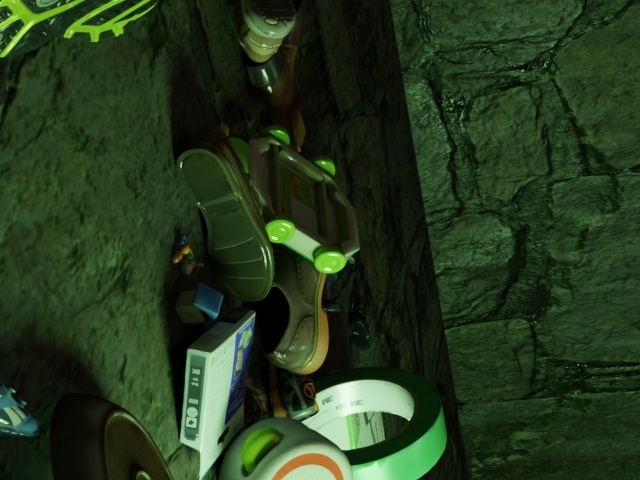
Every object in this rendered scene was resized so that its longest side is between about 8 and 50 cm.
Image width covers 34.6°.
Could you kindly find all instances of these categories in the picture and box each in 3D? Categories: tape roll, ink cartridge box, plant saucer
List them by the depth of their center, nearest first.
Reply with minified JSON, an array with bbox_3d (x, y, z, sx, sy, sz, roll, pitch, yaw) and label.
[{"bbox_3d":[-0.216,0.313,1.192,0.310,0.050,0.310,-23,90,-86],"label":"plant saucer"},{"bbox_3d":[-0.160,0.231,1.592,0.206,0.045,0.208,-42,140,-70],"label":"ink cartridge box"},{"bbox_3d":[0.067,0.347,1.884,0.321,0.321,0.077,-65,145,-62],"label":"tape roll"},{"bbox_3d":[0.051,0.404,2.191,0.273,0.115,0.198,-33,116,-73],"label":"ink cartridge box"}]

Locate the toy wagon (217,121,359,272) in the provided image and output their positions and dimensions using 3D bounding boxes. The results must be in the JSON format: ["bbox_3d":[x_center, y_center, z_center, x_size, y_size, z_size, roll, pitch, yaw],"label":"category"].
[{"bbox_3d":[-0.068,-0.093,1.847,0.344,0.068,0.267,31,34,-30],"label":"toy wagon"}]

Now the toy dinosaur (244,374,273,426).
[{"bbox_3d":[-0.102,0.367,1.766,0.118,0.064,0.268,-56,142,-76],"label":"toy dinosaur"}]

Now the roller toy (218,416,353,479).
[{"bbox_3d":[-0.059,0.388,1.641,0.146,0.191,0.209,18,-77,59],"label":"roller toy"}]

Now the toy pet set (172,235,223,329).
[{"bbox_3d":[-0.179,0.069,1.578,0.114,0.065,0.122,-79,157,-46],"label":"toy pet set"}]

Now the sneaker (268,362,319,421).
[{"bbox_3d":[-0.049,0.277,1.895,0.215,0.083,0.084,-102,178,-66],"label":"sneaker"}]

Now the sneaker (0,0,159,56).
[{"bbox_3d":[-0.323,-0.303,1.140,0.147,0.145,0.385,53,19,3],"label":"sneaker"}]

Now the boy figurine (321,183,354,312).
[{"bbox_3d":[0.001,0.009,2.122,0.177,0.092,0.285,12,76,-36],"label":"boy figurine"}]

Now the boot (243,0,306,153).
[{"bbox_3d":[-0.059,-0.323,2.099,0.280,0.096,0.264,70,21,-45],"label":"boot"}]

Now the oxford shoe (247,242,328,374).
[{"bbox_3d":[-0.068,0.058,1.885,0.133,0.130,0.363,26,48,-50],"label":"oxford shoe"}]

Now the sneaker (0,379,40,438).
[{"bbox_3d":[-0.327,0.167,1.036,0.144,0.053,0.059,53,33,-64],"label":"sneaker"}]

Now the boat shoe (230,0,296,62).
[{"bbox_3d":[-0.121,-0.461,1.934,0.324,0.123,0.116,-93,-160,-43],"label":"boat shoe"}]

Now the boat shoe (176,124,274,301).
[{"bbox_3d":[-0.137,-0.045,1.688,0.104,0.111,0.307,-71,151,-54],"label":"boat shoe"}]

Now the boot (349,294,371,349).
[{"bbox_3d":[0.102,0.204,2.589,0.099,0.045,0.121,-84,160,-47],"label":"boot"}]
